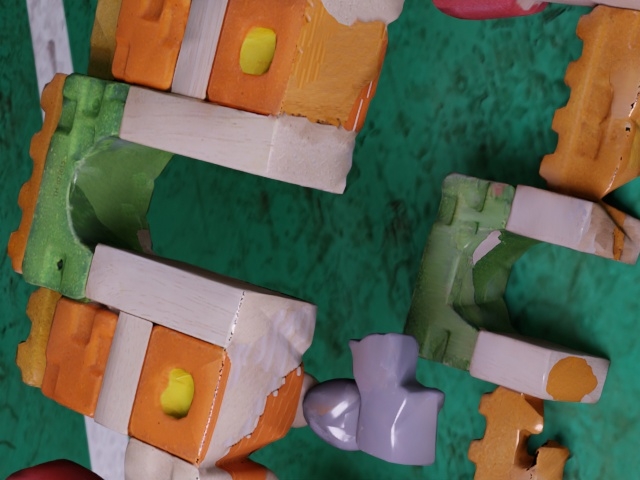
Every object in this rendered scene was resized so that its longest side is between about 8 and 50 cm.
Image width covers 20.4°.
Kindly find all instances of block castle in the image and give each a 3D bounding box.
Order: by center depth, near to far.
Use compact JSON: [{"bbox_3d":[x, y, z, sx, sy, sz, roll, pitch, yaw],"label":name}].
[{"bbox_3d":[0.000,0.000,0.942,0.213,0.303,0.453,16,93,44],"label":"block castle"}]
